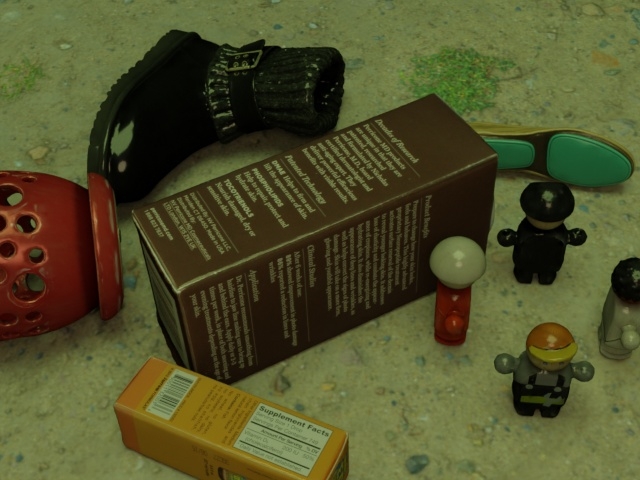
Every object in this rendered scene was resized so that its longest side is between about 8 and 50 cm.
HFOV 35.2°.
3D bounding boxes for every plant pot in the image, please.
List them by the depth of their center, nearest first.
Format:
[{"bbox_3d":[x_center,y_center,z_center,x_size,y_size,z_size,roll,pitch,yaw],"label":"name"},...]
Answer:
[{"bbox_3d":[-0.313,0.013,1.130,0.174,0.191,0.191,-6,47,-14],"label":"plant pot"}]

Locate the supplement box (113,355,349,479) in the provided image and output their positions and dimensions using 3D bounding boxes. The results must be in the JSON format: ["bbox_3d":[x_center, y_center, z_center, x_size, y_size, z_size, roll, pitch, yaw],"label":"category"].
[{"bbox_3d":[-0.088,0.201,1.017,0.234,0.078,0.080,20,48,19],"label":"supplement box"}]

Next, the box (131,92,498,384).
[{"bbox_3d":[0.000,0.000,1.121,0.382,0.191,0.143,-21,50,-17],"label":"box"}]

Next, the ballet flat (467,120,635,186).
[{"bbox_3d":[0.287,-0.122,1.302,0.232,0.080,0.073,9,33,8],"label":"ballet flat"}]

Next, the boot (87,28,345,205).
[{"bbox_3d":[-0.127,-0.157,1.311,0.260,0.131,0.348,13,49,14],"label":"boot"}]

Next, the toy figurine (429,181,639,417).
[{"bbox_3d":[0.239,0.059,1.085,0.213,0.148,0.209,-28,52,-22],"label":"toy figurine"}]
